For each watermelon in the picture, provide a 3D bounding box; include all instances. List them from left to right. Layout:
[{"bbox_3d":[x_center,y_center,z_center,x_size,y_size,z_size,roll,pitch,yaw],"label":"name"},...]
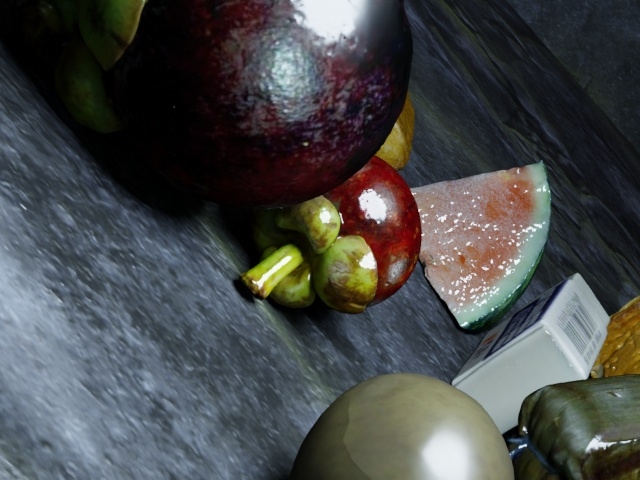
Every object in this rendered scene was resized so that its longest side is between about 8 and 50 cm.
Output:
[{"bbox_3d":[0.189,-0.005,1.843,0.202,0.207,0.136,20,7,-31],"label":"watermelon"}]

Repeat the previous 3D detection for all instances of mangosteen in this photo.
[{"bbox_3d":[-0.072,-0.164,1.319,0.300,0.300,0.300,45,20,-22],"label":"mangosteen"},{"bbox_3d":[0.004,-0.011,1.426,0.181,0.156,0.146,5,93,-49],"label":"mangosteen"}]

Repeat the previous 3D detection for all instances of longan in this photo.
[{"bbox_3d":[0.061,0.183,1.179,0.189,0.189,0.189,45,20,-22],"label":"longan"}]

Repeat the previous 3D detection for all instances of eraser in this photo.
[{"bbox_3d":[0.234,0.120,1.754,0.081,0.124,0.279,54,19,1],"label":"eraser"}]

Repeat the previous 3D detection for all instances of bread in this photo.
[{"bbox_3d":[0.061,-0.171,1.938,0.344,0.084,0.124,-79,151,-66],"label":"bread"}]

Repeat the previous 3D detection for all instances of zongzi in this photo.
[{"bbox_3d":[0.347,0.321,1.658,0.403,0.432,0.208,-5,29,-26],"label":"zongzi"}]

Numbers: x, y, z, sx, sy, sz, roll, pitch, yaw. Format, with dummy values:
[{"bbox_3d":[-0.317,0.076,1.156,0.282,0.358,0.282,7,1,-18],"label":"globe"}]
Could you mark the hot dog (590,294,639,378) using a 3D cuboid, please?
[{"bbox_3d":[0.475,0.233,2.024,0.223,0.185,0.405,44,20,-20],"label":"hot dog"}]
